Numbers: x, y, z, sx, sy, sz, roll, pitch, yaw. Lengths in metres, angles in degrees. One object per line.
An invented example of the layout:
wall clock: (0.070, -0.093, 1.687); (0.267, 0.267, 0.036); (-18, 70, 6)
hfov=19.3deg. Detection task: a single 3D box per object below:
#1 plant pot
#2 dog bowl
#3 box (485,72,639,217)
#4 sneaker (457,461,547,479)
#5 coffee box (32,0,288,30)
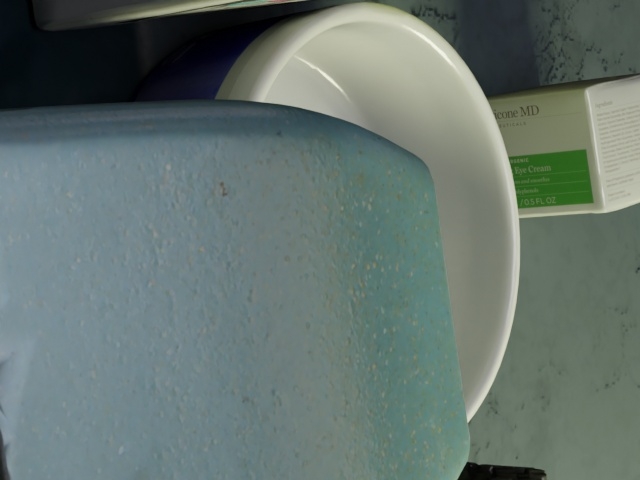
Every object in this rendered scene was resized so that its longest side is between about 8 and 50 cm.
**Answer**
plant pot: (-0.078, 0.055, 0.839); (0.252, 0.248, 0.247); (-11, 97, -32)
dog bowl: (0.000, 0.000, 1.092); (0.265, 0.104, 0.265); (5, 83, -49)
box: (0.175, -0.065, 1.302); (0.102, 0.101, 0.087); (-14, 98, -49)
sneaker: (0.066, 0.226, 1.080); (0.343, 0.134, 0.146); (-14, 104, -70)
coffee box: (0.058, -0.308, 1.002); (0.338, 0.334, 0.338); (-14, 98, -49)
